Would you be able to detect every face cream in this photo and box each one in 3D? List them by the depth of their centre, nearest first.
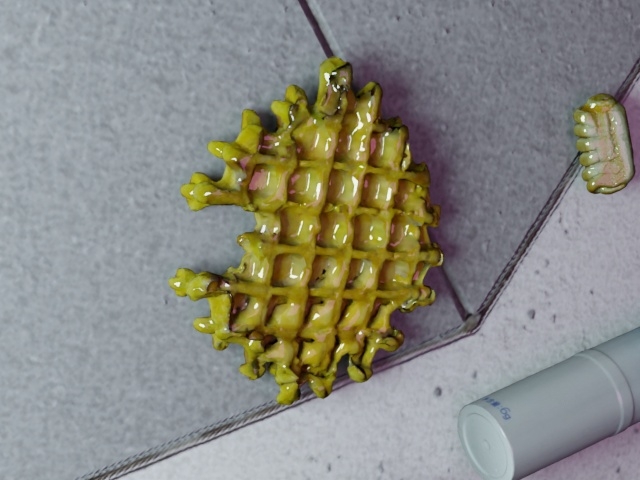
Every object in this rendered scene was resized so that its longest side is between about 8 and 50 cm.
[{"bbox_3d":[0.240,0.132,1.193,0.250,0.077,0.077,-20,109,-25],"label":"face cream"}]

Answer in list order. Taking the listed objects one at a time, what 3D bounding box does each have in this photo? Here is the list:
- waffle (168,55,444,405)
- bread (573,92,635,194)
[{"bbox_3d":[0.000,0.000,1.040,0.228,0.051,0.231,-47,120,-19],"label":"waffle"},{"bbox_3d":[0.240,-0.082,1.178,0.049,0.034,0.088,-19,105,-12],"label":"bread"}]
